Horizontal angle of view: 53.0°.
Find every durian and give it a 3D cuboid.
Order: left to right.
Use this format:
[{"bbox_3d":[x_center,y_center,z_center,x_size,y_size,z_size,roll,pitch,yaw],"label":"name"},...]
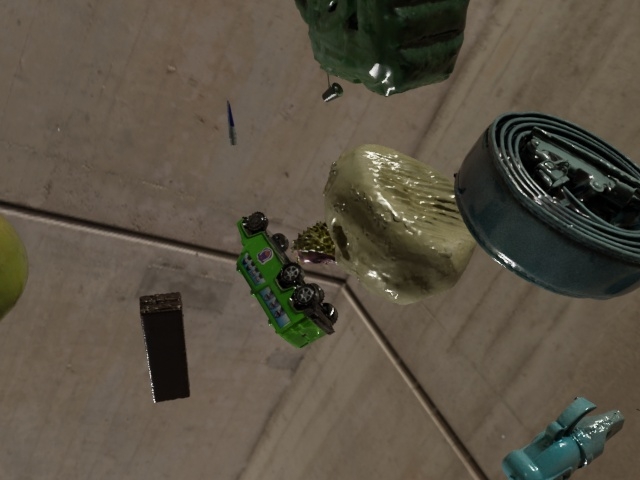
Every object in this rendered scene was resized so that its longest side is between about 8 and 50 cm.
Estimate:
[{"bbox_3d":[-0.002,0.001,1.538,0.108,0.187,0.119,15,-101,-52],"label":"durian"}]

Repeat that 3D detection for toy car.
[{"bbox_3d":[-0.046,0.042,0.704,0.062,0.165,0.071,-37,-34,2],"label":"toy car"}]

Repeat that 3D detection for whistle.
[{"bbox_3d":[0.457,0.396,1.207,0.274,0.093,0.186,-24,-50,-15],"label":"whistle"}]

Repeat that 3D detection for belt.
[{"bbox_3d":[0.284,-0.039,0.716,0.267,0.206,0.116,23,-44,-8],"label":"belt"}]

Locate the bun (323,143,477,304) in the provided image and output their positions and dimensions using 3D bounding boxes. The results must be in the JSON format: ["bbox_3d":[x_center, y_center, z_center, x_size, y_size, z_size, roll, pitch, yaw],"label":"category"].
[{"bbox_3d":[0.157,-0.035,1.325,0.326,0.362,0.234,-13,-33,-36],"label":"bun"}]

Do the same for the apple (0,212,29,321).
[{"bbox_3d":[-0.726,0.062,1.221,0.305,0.338,0.338,26,-72,-18],"label":"apple"}]

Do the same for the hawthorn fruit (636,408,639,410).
[{"bbox_3d":[0.541,0.297,0.856,0.149,0.149,0.189,-34,-82,-2],"label":"hawthorn fruit"}]

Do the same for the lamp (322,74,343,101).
[{"bbox_3d":[0.024,-0.343,1.372,0.041,0.121,0.054,28,-35,-31],"label":"lamp"}]

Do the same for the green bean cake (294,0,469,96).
[{"bbox_3d":[0.049,-0.373,0.852,0.169,0.300,0.308,-22,-52,-28],"label":"green bean cake"}]

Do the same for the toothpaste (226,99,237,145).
[{"bbox_3d":[-0.168,-0.220,1.202,0.015,0.024,0.083,-11,-73,-15],"label":"toothpaste"}]

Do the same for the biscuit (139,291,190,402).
[{"bbox_3d":[-0.416,0.299,1.735,0.107,0.073,0.388,-5,-48,-13],"label":"biscuit"}]
